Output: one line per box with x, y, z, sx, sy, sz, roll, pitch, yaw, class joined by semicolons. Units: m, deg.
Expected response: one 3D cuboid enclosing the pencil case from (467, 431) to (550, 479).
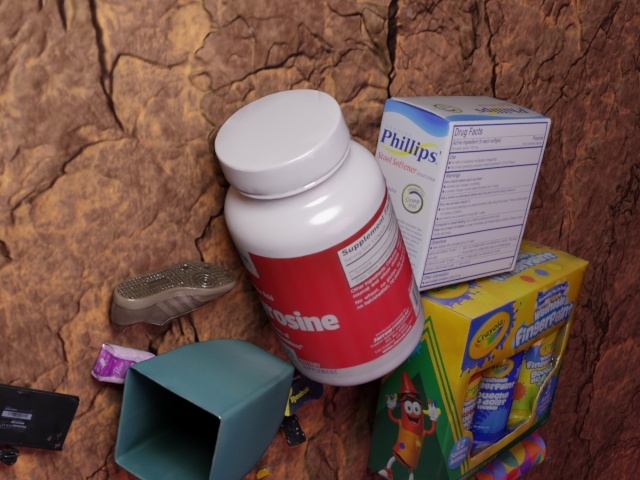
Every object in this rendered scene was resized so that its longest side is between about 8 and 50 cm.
0.408;0.505;2.081;0.236;0.104;0.104;-19;123;-35;pencil case

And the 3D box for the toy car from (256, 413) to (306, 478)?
-0.076;0.347;1.587;0.122;0.060;0.040;-41;-179;2;toy car

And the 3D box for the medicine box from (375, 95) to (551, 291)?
0.223;-0.086;1.554;0.263;0.149;0.289;-8;116;-41;medicine box

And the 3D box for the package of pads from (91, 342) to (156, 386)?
-0.273;0.175;1.296;0.083;0.032;0.050;22;92;-48;package of pads

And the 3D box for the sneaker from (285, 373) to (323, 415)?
-0.046;0.253;1.547;0.144;0.059;0.053;-15;90;-56;sneaker

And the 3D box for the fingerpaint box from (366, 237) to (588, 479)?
0.306;0.227;1.746;0.445;0.163;0.371;-16;121;-48;fingerpaint box

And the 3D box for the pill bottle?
0.000;0.000;1.323;0.229;0.229;0.408;-40;132;-22;pill bottle

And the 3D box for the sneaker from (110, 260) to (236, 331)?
-0.209;0.080;1.299;0.188;0.066;0.071;-8;133;-36;sneaker

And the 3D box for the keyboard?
-0.407;0.241;1.209;0.180;0.023;0.108;22;88;-47;keyboard

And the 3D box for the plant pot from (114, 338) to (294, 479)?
-0.150;0.246;1.346;0.234;0.165;0.166;-23;131;-55;plant pot
